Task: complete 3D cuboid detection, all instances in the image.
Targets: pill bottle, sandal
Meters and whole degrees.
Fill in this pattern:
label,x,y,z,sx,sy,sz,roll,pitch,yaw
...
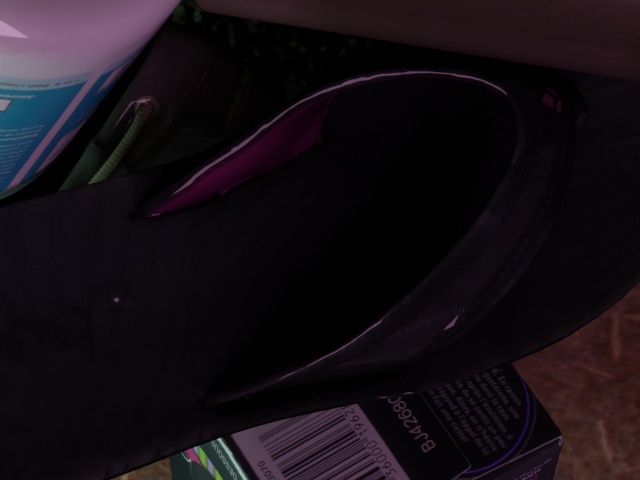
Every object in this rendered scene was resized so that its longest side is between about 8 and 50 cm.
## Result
label,x,y,z,sx,sy,sz,roll,pitch,yaw
pill bottle,-0.153,-0.100,0.804,0.146,0.146,0.264,16,157,-19
sandal,0.000,0.003,0.841,0.446,0.167,0.107,-25,173,-16

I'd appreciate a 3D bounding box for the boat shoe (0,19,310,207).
label,x,y,z,sx,sy,sz,roll,pitch,yaw
boat shoe,-0.158,0.008,0.995,0.355,0.132,0.130,-40,115,18

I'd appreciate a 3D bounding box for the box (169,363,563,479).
label,x,y,z,sx,sy,sz,roll,pitch,yaw
box,0.014,0.130,1.008,0.143,0.165,0.270,-28,154,-15

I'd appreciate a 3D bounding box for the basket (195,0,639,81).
label,x,y,z,sx,sy,sz,roll,pitch,yaw
basket,0.061,-0.162,0.811,0.227,0.204,0.154,2,163,6
